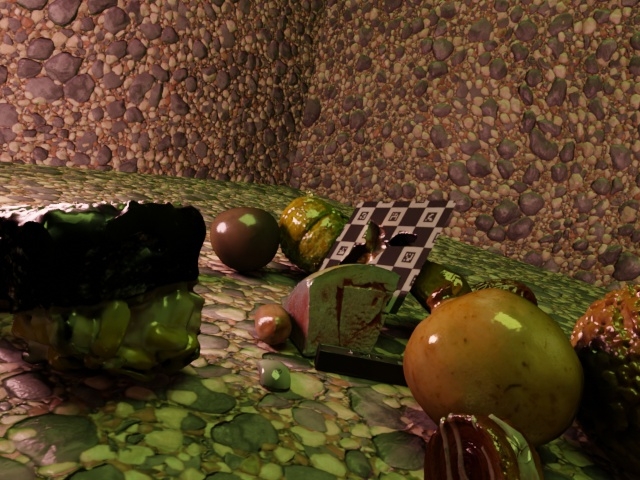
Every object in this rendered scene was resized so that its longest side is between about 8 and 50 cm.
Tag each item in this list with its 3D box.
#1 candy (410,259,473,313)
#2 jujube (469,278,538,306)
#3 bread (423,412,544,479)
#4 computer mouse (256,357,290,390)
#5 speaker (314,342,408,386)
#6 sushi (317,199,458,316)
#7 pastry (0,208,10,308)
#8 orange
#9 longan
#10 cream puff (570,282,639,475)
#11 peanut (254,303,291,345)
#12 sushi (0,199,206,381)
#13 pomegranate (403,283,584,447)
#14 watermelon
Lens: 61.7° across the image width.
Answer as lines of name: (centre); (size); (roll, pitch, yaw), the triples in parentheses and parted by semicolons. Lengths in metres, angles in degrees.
candy: (0.326, 0.155, 1.369); (0.260, 0.118, 0.260); (46, 0, 0)
jujube: (0.498, 0.188, 1.528); (0.236, 0.168, 0.168); (4, 13, -17)
bread: (0.202, 0.301, 0.677); (0.073, 0.161, 0.160); (11, 11, -29)
computer mouse: (-0.086, 0.234, 0.975); (0.055, 0.032, 0.110); (10, 12, -19)
speaker: (0.085, 0.247, 1.069); (0.190, 0.046, 0.040); (11, 12, -5)
sushi: (0.162, 0.046, 1.417); (0.359, 0.343, 0.064); (4, -34, 52)
pastry: (-0.583, 0.036, 1.012); (0.103, 0.189, 0.188); (24, 15, 25)
orange: (0.000, 0.000, 1.705); (0.301, 0.223, 0.300); (31, 18, -22)
longan: (-0.215, -0.005, 1.574); (0.196, 0.197, 0.220); (21, 16, 36)
cream puff: (0.567, 0.237, 0.927); (0.230, 0.343, 0.327); (0, 39, -11)
peanut: (-0.103, 0.173, 1.140); (0.076, 0.076, 0.152); (10, 6, -13)
sushi: (-0.359, 0.076, 0.873); (0.328, 0.286, 0.327); (1, 8, 26)
pomegranate: (0.290, 0.219, 0.894); (0.307, 0.308, 0.307); (12, 11, -3)
watermelon: (0.035, 0.176, 1.198); (0.212, 0.201, 0.262); (6, -30, -25)
